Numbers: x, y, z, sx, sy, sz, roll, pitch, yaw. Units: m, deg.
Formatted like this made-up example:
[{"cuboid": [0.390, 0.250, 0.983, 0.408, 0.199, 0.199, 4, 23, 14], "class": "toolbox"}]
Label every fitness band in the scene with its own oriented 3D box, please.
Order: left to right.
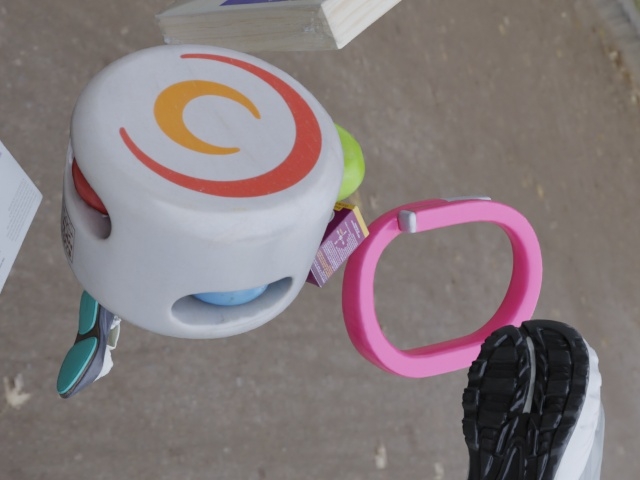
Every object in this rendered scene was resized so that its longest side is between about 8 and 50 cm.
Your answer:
[{"cuboid": [0.154, 0.055, 1.301, 0.291, 0.054, 0.209, -9, 102, -34], "class": "fitness band"}]

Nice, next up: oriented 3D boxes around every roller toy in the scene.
[{"cuboid": [-0.091, -0.033, 0.779, 0.146, 0.209, 0.191, 111, 7, -45], "class": "roller toy"}]

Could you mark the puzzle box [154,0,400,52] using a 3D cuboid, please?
[{"cuboid": [0.041, -0.328, 1.208, 0.409, 0.272, 0.052, -42, 123, -31], "class": "puzzle box"}]

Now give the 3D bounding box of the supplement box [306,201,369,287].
[{"cuboid": [0.000, 0.000, 1.093, 0.083, 0.055, 0.043, -48, 135, -25], "class": "supplement box"}]

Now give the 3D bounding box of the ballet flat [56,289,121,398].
[{"cuboid": [-0.334, 0.156, 1.600, 0.074, 0.074, 0.203, 54, 30, -41], "class": "ballet flat"}]

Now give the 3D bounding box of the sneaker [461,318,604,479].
[{"cuboid": [0.119, 0.186, 0.657, 0.108, 0.100, 0.271, 52, 55, -43], "class": "sneaker"}]

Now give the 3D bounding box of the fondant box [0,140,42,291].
[{"cuboid": [-0.456, -0.085, 1.155, 0.238, 0.096, 0.330, -85, 151, -52], "class": "fondant box"}]
